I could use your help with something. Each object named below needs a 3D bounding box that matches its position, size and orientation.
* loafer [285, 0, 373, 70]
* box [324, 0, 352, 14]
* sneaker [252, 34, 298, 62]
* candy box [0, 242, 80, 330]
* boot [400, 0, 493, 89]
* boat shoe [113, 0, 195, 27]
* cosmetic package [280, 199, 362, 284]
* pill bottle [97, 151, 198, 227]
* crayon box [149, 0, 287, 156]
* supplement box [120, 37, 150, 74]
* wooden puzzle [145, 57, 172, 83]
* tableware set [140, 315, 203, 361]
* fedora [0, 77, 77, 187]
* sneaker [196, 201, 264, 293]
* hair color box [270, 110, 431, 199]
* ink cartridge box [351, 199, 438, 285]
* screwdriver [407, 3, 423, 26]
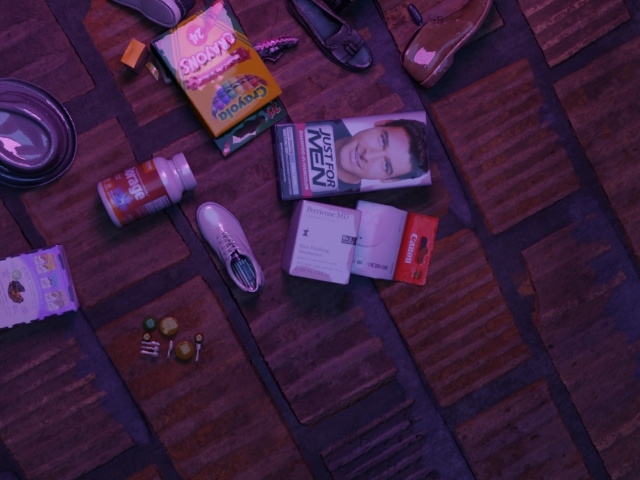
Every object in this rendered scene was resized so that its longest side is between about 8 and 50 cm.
[{"bbox_3d":[0.020,-0.513,1.908,0.267,0.084,0.096,40,97,-9],"label":"loafer"},{"bbox_3d":[0.065,-0.782,1.849,0.343,0.179,0.312,-46,102,-3],"label":"box"},{"bbox_3d":[-0.109,-0.470,1.920,0.119,0.047,0.057,-15,116,-6],"label":"sneaker"},{"bbox_3d":[-0.695,0.110,1.853,0.196,0.070,0.164,-14,97,-9],"label":"candy box"},{"bbox_3d":[0.319,-0.530,1.943,0.115,0.112,0.305,38,86,-10],"label":"boot"},{"bbox_3d":[-0.433,-0.605,1.819,0.303,0.114,0.091,35,56,3],"label":"boat shoe"},{"bbox_3d":[0.000,0.000,1.916,0.151,0.151,0.183,10,93,-11],"label":"cosmetic package"},{"bbox_3d":[-0.409,-0.126,1.855,0.216,0.121,0.121,-25,98,-7],"label":"pill bottle"},{"bbox_3d":[-0.235,-0.389,1.873,0.202,0.081,0.318,-36,101,-10],"label":"crayon box"},{"bbox_3d":[-0.435,-0.433,1.836,0.036,0.098,0.062,28,91,-7],"label":"supplement box"},{"bbox_3d":[-0.358,-0.424,1.893,0.116,0.014,0.078,-29,99,-6],"label":"wooden puzzle"},{"bbox_3d":[-0.370,0.242,1.943,0.154,0.024,0.104,9,90,-9],"label":"tableware set"},{"bbox_3d":[-0.705,-0.249,1.794,0.275,0.124,0.243,40,87,-10],"label":"fedora"},{"bbox_3d":[-0.214,0.016,1.913,0.094,0.091,0.258,-35,99,-5],"label":"sneaker"},{"bbox_3d":[0.075,-0.211,1.932,0.375,0.113,0.185,-7,96,-9],"label":"hair color box"},{"bbox_3d":[0.183,0.009,1.998,0.232,0.066,0.189,12,92,-6],"label":"ink cartridge box"},{"bbox_3d":[0.272,-0.529,1.988,0.170,0.024,0.025,53,57,-16],"label":"screwdriver"}]
